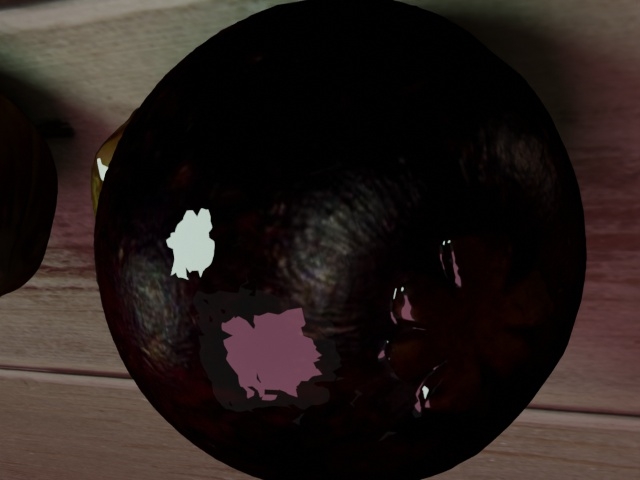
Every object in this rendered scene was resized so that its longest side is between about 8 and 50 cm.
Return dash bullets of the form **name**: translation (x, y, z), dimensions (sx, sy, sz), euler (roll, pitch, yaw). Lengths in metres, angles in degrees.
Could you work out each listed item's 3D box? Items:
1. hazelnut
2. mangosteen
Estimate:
- **hazelnut**: translation (-0.317, -0.035, 0.780), dimensions (0.230, 0.229, 0.229), euler (14, 146, 10)
- **mangosteen**: translation (0.000, 0.000, 0.619), dimensions (0.307, 0.307, 0.347), euler (41, 172, -28)
